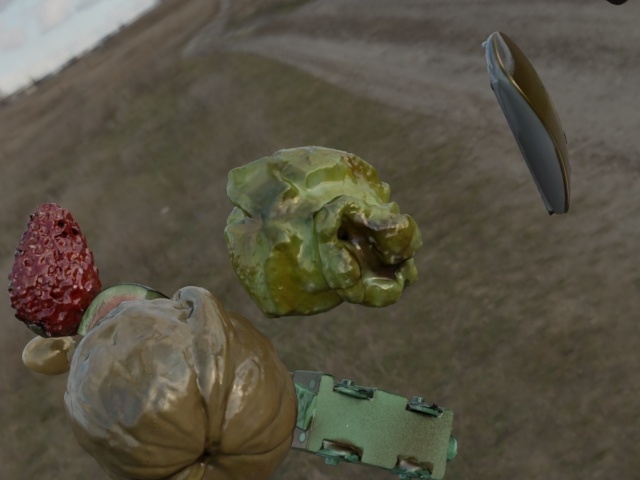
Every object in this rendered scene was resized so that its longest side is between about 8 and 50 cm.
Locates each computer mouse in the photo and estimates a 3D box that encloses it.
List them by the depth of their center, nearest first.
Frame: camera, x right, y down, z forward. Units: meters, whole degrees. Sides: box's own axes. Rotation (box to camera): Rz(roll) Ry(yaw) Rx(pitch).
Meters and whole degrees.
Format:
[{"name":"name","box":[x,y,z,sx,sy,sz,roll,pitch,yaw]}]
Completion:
[{"name":"computer mouse","box":[0.326,-0.177,1.721,0.071,0.310,0.158,-19,38,16]}]

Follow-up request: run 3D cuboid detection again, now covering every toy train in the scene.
[{"name":"toy train","box":[0.066,0.284,1.715,0.159,0.326,0.129,-1,74,51]}]

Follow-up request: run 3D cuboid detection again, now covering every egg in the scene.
[{"name":"egg","box":[-0.493,0.206,2.066,0.096,0.080,0.080,4,17,0]}]

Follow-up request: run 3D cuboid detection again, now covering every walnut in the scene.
[{"name":"walnut","box":[-0.173,0.198,1.410,0.285,0.296,0.285,-34,49,51]}]

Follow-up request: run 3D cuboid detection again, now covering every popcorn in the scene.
[{"name":"popcorn","box":[0.000,0.000,1.578,0.276,0.225,0.276,-14,60,25]}]

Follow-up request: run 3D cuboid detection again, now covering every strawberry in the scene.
[{"name":"strawberry","box":[-0.436,0.049,1.951,0.111,0.237,0.190,-5,-8,30]}]

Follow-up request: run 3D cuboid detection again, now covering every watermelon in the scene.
[{"name":"watermelon","box":[-0.289,0.146,1.888,0.193,0.137,0.145,-28,-22,38]}]

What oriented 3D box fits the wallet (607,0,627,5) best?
[{"name":"wallet","box":[0.334,-0.386,1.162,0.044,0.170,0.321,-52,1,-34]}]
